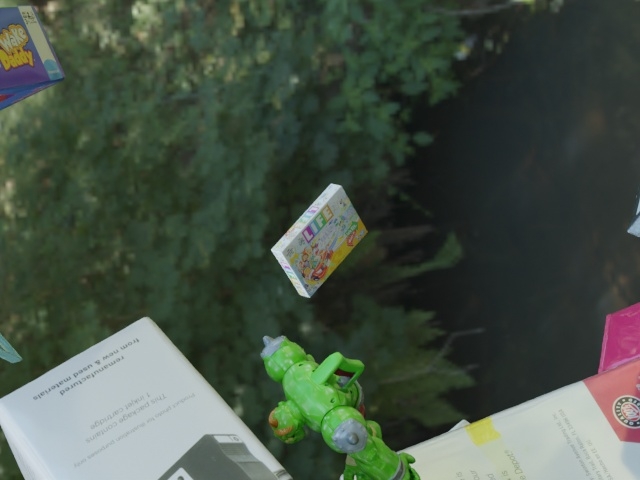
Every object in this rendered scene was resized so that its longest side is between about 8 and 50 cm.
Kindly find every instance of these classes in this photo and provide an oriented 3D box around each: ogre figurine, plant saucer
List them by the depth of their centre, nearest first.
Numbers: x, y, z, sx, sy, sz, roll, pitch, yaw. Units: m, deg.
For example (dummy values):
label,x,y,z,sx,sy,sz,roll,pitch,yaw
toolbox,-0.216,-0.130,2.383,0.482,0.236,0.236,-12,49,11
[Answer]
label,x,y,z,sx,sy,sz,roll,pitch,yaw
ogre figurine,0.007,0.150,1.130,0.118,0.097,0.197,48,-163,-56
plant saucer,-0.546,0.129,1.965,0.192,0.018,0.067,39,178,31

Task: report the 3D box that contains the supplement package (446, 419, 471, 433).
label,x,y,z,sx,sy,sz,roll,pitch,yaw
supplement package,0.199,0.462,1.989,0.145,0.204,0.262,32,128,25

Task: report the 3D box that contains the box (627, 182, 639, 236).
label,x,y,z,sx,sy,sz,roll,pitch,yaw
box,0.428,-0.098,1.194,0.247,0.142,0.163,116,179,-49

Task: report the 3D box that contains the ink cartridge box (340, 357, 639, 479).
label,x,y,z,sx,sy,sz,roll,pitch,yaw
ink cartridge box,0.245,0.332,1.339,0.160,0.385,0.279,76,173,-48

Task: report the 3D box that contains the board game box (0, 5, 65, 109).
label,x,y,z,sx,sy,sz,roll,pitch,yaw
board game box,-0.437,-0.105,1.115,0.078,0.347,0.233,67,-162,-5

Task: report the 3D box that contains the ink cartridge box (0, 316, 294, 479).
label,x,y,z,sx,sy,sz,roll,pitch,yaw
ink cartridge box,-0.089,0.304,1.065,0.395,0.166,0.285,42,153,36

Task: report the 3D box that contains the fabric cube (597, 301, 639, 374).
label,x,y,z,sx,sy,sz,roll,pitch,yaw
fabric cube,0.594,0.230,1.860,0.258,0.254,0.259,-29,29,40

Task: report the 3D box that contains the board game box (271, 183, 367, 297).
label,x,y,z,sx,sy,sz,roll,pitch,yaw
board game box,0.000,0.000,1.954,0.026,0.154,0.103,14,145,47
